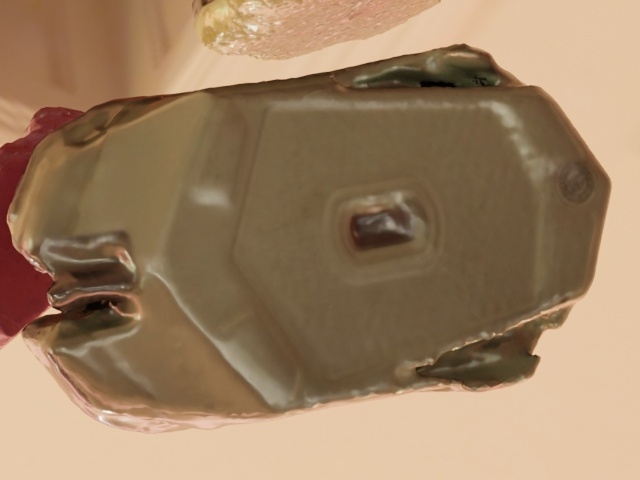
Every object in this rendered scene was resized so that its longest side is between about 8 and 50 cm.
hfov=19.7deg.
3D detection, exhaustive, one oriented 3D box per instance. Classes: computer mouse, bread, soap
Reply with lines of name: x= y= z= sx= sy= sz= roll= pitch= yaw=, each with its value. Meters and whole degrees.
computer mouse: x=-0.004 y=0.001 z=1.209 sx=0.429 sy=0.145 sz=0.228 roll=-9 pitch=-90 yaw=-29
bread: x=0.001 y=-0.193 z=1.446 sx=0.286 sy=0.207 sz=0.056 roll=51 pitch=-160 yaw=-82
soap: x=-0.309 y=0.042 z=1.587 sx=0.128 sy=0.359 sz=0.233 roll=48 pitch=-131 yaw=-5
